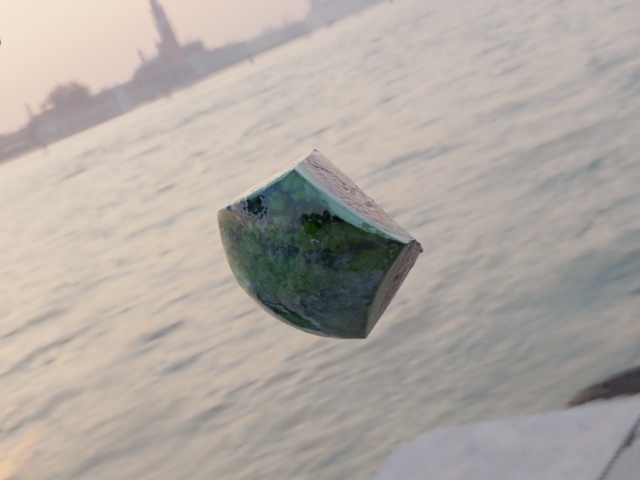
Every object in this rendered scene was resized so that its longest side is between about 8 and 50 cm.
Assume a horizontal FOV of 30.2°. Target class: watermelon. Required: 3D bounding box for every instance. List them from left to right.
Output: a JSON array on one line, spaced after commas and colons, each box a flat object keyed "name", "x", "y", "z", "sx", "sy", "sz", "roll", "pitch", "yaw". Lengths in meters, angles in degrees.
[{"name": "watermelon", "x": 0.002, "y": 0.005, "z": 0.549, "sx": 0.072, "sy": 0.084, "sz": 0.092, "roll": -25, "pitch": -18, "yaw": -44}]
